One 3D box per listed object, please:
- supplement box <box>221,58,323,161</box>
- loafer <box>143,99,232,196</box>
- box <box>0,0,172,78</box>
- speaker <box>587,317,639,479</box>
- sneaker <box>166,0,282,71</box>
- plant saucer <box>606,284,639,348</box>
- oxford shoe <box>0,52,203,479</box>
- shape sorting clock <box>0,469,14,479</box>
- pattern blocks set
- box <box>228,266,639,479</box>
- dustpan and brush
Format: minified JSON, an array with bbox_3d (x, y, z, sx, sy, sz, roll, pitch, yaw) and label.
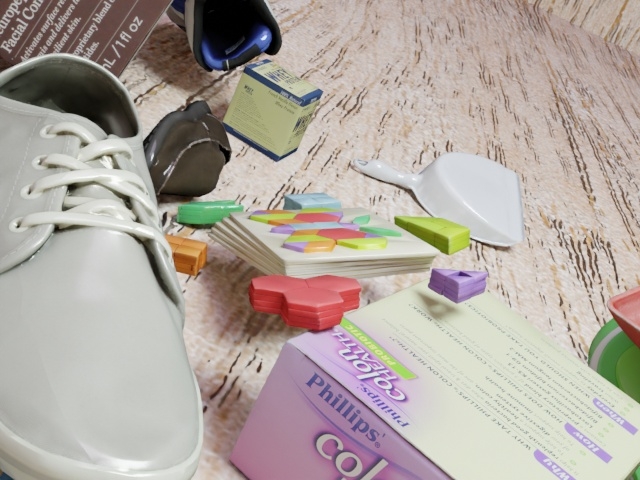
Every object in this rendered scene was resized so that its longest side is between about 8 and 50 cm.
[{"bbox_3d":[-0.056,-0.152,1.153,0.083,0.083,0.056,31,28,11],"label":"supplement box"},{"bbox_3d":[-0.128,-0.079,0.963,0.078,0.080,0.220,43,23,-6],"label":"loafer"},{"bbox_3d":[-0.328,-0.318,0.995,0.381,0.191,0.143,34,19,-14],"label":"box"},{"bbox_3d":[0.322,0.183,0.848,0.131,0.131,0.296,18,28,-14],"label":"speaker"},{"bbox_3d":[-0.130,-0.277,1.214,0.127,0.315,0.182,-16,82,-7],"label":"sneaker"},{"bbox_3d":[0.414,0.096,0.827,0.258,0.047,0.259,-18,39,-28],"label":"plant saucer"},{"bbox_3d":[-0.173,-0.004,0.690,0.169,0.130,0.449,15,28,-28],"label":"oxford shoe"},{"bbox_3d":[-0.237,0.117,0.575,0.206,0.040,0.206,21,27,-11],"label":"shape sorting clock"},{"bbox_3d":[0.000,0.000,0.847,0.285,0.026,0.325,-7,17,-35],"label":"pattern blocks set"},{"bbox_3d":[0.100,0.148,0.728,0.213,0.117,0.243,38,29,22],"label":"box"},{"bbox_3d":[0.143,-0.068,1.222,0.211,0.060,0.147,26,39,-15],"label":"dustpan and brush"}]
